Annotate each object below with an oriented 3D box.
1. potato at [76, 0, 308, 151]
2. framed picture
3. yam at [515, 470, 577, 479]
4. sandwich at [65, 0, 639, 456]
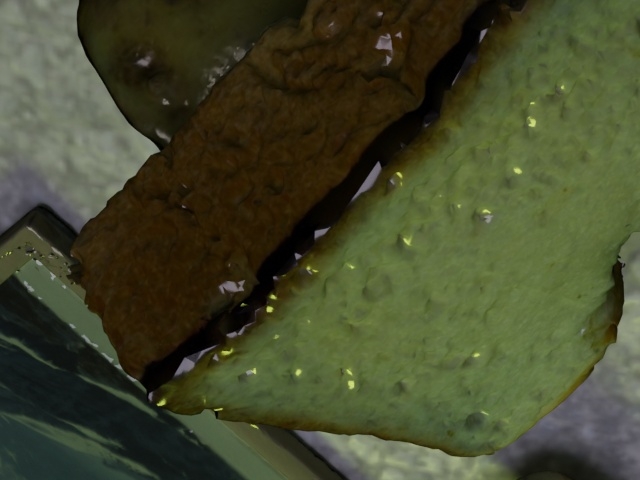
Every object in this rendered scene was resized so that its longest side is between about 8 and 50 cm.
[{"bbox_3d":[-0.035,-0.116,0.619,0.081,0.149,0.120,33,121,-18],"label":"potato"},{"bbox_3d":[-0.120,0.156,0.895,0.247,0.022,0.335,-35,111,29],"label":"framed picture"},{"bbox_3d":[0.245,0.229,0.836,0.356,0.081,0.081,30,124,-11],"label":"yam"},{"bbox_3d":[0.078,-0.039,0.594,0.249,0.095,0.273,21,115,-47],"label":"sandwich"}]
